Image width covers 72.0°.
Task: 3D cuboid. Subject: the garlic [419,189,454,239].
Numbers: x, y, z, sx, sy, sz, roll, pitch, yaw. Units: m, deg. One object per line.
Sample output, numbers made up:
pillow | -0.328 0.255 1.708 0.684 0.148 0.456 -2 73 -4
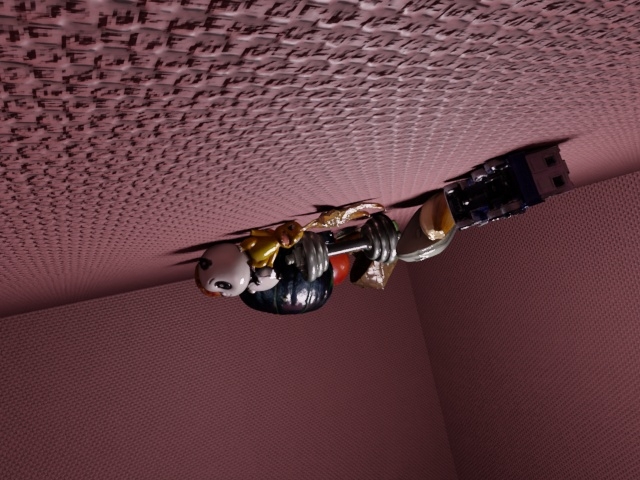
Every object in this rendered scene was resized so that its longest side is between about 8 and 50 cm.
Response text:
garlic | 0.365 -0.094 1.251 0.207 0.115 0.128 -22 -146 -22

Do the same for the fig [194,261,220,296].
fig | -0.401 0.115 1.722 0.159 0.159 0.257 -13 -164 -2

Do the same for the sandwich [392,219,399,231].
sandwich | 0.292 0.005 1.924 0.109 0.184 0.160 -23 176 24

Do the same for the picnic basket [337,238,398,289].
picnic basket | 0.224 0.066 2.307 0.338 0.336 0.293 -12 -177 -15

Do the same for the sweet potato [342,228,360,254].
sweet potato | 0.141 0.000 1.890 0.096 0.106 0.354 6 175 1

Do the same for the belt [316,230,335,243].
belt | 0.000 0.000 1.762 0.105 0.058 0.140 -8 175 -23

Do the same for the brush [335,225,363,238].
brush | 0.145 -0.051 1.791 0.191 0.027 0.034 -22 177 22

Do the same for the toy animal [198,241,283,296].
toy animal | -0.244 0.082 1.310 0.235 0.165 0.187 -11 163 -27

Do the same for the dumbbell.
dumbbell | 0.083 0.022 1.465 0.407 0.178 0.179 -13 176 -15

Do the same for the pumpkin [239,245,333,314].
pumpkin | -0.128 0.141 1.669 0.364 0.265 0.363 -2 178 0

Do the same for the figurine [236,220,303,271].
figurine | -0.129 -0.002 1.176 0.176 0.121 0.122 -23 -156 4

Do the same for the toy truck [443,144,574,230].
toy truck | 0.407 -0.111 0.995 0.156 0.124 0.268 -17 176 -15

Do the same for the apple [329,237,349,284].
apple | -0.005 0.096 1.959 0.261 0.216 0.260 -8 -179 0

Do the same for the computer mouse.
computer mouse | 0.338 -0.046 1.388 0.197 0.095 0.331 -24 -165 32

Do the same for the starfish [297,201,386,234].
starfish | 0.057 -0.065 1.101 0.248 0.050 0.138 -19 180 -37
